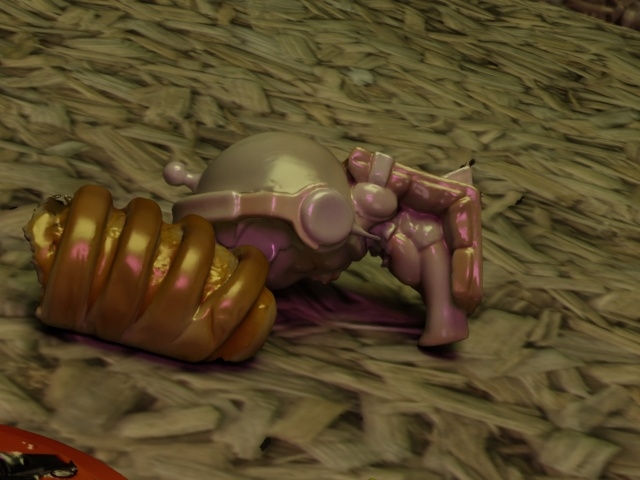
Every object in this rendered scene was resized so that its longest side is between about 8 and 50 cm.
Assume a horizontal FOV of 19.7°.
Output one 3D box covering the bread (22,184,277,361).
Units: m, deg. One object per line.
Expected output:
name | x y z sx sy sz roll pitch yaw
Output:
bread | -0.112 0.021 1.229 0.177 0.084 0.119 17 20 -6

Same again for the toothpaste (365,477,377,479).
toothpaste | -0.030 0.197 0.808 0.110 0.077 0.327 26 22 30

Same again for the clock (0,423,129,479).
clock | -0.172 0.140 0.901 0.205 0.051 0.205 12 20 -5

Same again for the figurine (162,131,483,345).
figurine | 0.000 -0.004 1.335 0.237 0.141 0.162 9 -8 -10
